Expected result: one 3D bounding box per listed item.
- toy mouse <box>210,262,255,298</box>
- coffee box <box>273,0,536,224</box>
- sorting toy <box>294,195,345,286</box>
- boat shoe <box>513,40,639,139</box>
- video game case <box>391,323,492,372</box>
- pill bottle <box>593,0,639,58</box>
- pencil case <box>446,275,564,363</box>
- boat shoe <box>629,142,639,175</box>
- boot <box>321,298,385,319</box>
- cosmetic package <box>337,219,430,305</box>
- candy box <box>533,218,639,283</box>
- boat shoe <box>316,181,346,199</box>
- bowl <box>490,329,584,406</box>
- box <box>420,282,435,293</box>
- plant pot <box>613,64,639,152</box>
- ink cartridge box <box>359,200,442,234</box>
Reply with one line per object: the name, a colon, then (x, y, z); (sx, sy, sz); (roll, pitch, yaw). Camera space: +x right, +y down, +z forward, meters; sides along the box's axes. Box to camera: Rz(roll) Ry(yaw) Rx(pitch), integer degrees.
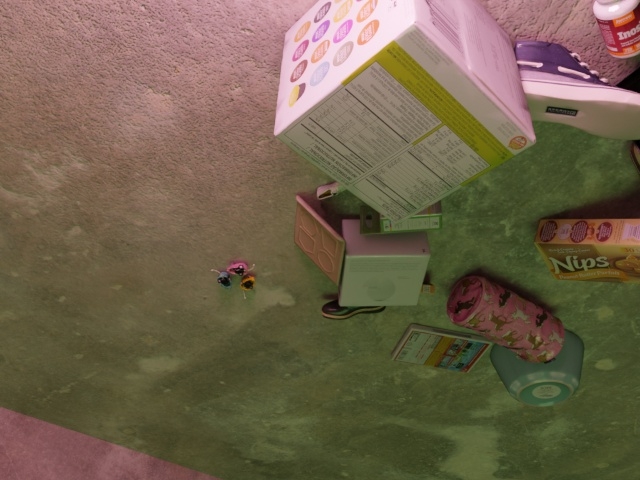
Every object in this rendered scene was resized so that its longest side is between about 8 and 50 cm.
toy mouse: (-0.258, 0.101, 1.987); (0.143, 0.031, 0.161); (20, 136, -19)
coffee box: (0.150, -0.301, 1.277); (0.338, 0.337, 0.334); (33, 131, -31)
sorting toy: (0.000, 0.000, 1.773); (0.038, 0.193, 0.208); (-31, 148, -24)
boat shoe: (0.529, -0.314, 1.348); (0.341, 0.158, 0.127); (12, 155, 3)
video game case: (0.406, 0.368, 2.260); (0.285, 0.025, 0.204); (11, 138, -9)
pill bottle: (0.580, -0.434, 1.292); (0.086, 0.086, 0.152); (-22, 133, 26)
pencil case: (0.555, 0.240, 2.008); (0.386, 0.167, 0.160); (28, 156, -26)
boat shoe: (0.826, -0.110, 1.610); (0.342, 0.123, 0.123); (44, 157, -18)
boot: (0.095, 0.162, 2.018); (0.198, 0.077, 0.137); (-12, 134, -3)
cosmetic package: (0.165, 0.061, 1.830); (0.224, 0.138, 0.224); (0, 141, -5)
candy box: (0.736, 0.028, 1.721); (0.316, 0.087, 0.183); (2, 146, 41)
boat shoe: (0.036, -0.128, 1.708); (0.100, 0.035, 0.035); (-15, 136, 19)
bowl: (0.730, 0.440, 2.222); (0.312, 0.163, 0.311); (2, 138, 2)
box: (0.262, 0.137, 1.970); (0.136, 0.028, 0.081); (5, -179, -1)
plant pot: (0.756, -0.280, 1.401); (0.167, 0.188, 0.187); (16, 139, -35)
ink cartridge box: (0.201, -0.079, 1.700); (0.209, 0.109, 0.062); (-4, 138, 9)
